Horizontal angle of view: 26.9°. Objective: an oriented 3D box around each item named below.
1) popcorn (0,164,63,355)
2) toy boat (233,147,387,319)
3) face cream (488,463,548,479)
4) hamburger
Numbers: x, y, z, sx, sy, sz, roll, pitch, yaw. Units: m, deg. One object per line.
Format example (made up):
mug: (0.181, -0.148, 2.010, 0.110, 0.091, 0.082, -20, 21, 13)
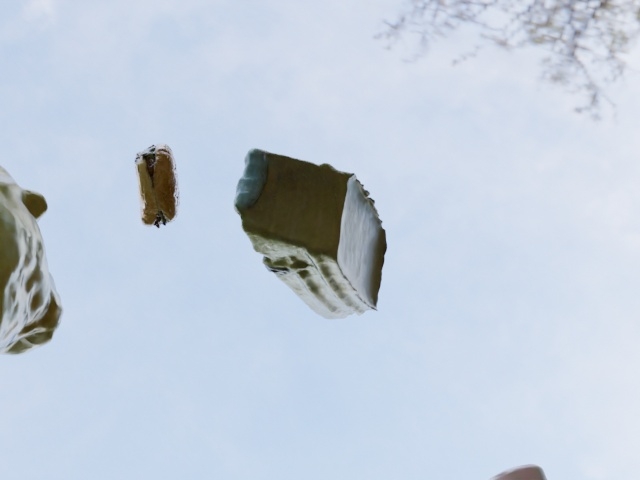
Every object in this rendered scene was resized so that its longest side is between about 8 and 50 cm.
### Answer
popcorn: (-0.362, 0.026, 1.067, 0.312, 0.312, 0.312, -6, -72, -19)
toy boat: (0.005, 0.000, 1.282, 0.276, 0.084, 0.111, 51, -137, -62)
face cream: (0.205, 0.315, 1.109, 0.082, 0.269, 0.082, -15, -25, -7)
hamburger: (-0.166, -0.056, 1.366, 0.044, 0.076, 0.083, -8, -68, -5)
